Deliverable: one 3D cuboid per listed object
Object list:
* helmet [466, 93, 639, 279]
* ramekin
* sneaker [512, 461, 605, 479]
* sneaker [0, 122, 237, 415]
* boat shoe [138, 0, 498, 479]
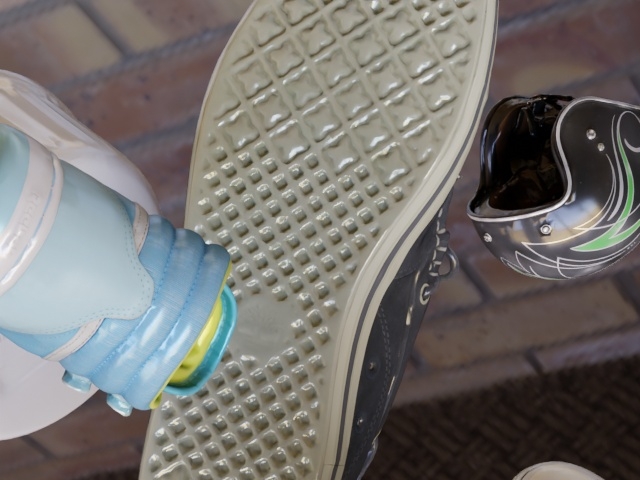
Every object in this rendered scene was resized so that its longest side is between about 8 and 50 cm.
[{"bbox_3d":[0.216,-0.045,1.453,0.169,0.169,0.161,8,92,39],"label":"helmet"},{"bbox_3d":[-0.250,0.019,1.261,0.135,0.277,0.277,29,76,35],"label":"ramekin"},{"bbox_3d":[0.174,0.198,0.780,0.094,0.091,0.258,-16,53,-25],"label":"sneaker"},{"bbox_3d":[-0.170,0.020,0.984,0.127,0.208,0.319,-62,28,-6],"label":"sneaker"},{"bbox_3d":[0.000,0.000,1.151,0.187,0.156,0.500,16,90,13],"label":"boat shoe"}]
